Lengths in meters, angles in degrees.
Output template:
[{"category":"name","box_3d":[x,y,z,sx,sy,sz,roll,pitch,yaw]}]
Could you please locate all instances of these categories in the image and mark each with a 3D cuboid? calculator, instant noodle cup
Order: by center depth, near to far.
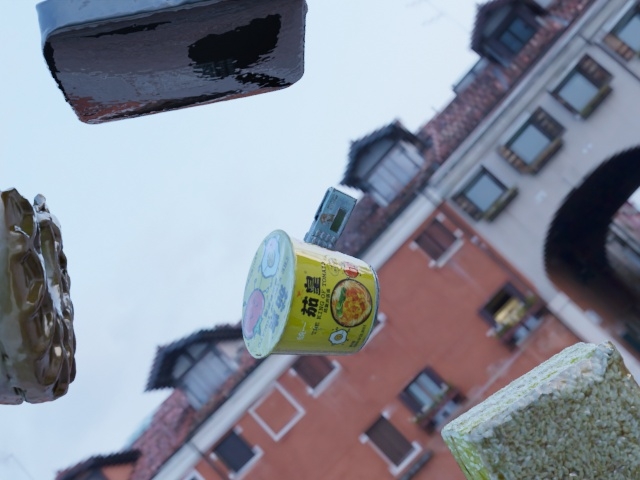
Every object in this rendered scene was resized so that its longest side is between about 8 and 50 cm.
[{"category":"instant noodle cup","box_3d":[-0.012,0.085,1.559,0.144,0.182,0.182,11,-48,-25]},{"category":"calculator","box_3d":[0.000,0.000,1.744,0.172,0.057,0.018,-64,25,2]}]

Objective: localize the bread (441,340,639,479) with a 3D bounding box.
[{"category":"bread","box_3d":[0.255,0.238,1.078,0.184,0.234,0.110,-31,-2,-11]}]

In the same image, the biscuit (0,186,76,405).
[{"category":"biscuit","box_3d":[-0.370,0.065,1.334,0.115,0.268,0.366,-9,2,-5]}]

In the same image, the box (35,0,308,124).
[{"category":"box","box_3d":[-0.157,-0.216,1.236,0.289,0.073,0.290,-11,-12,-3]}]
